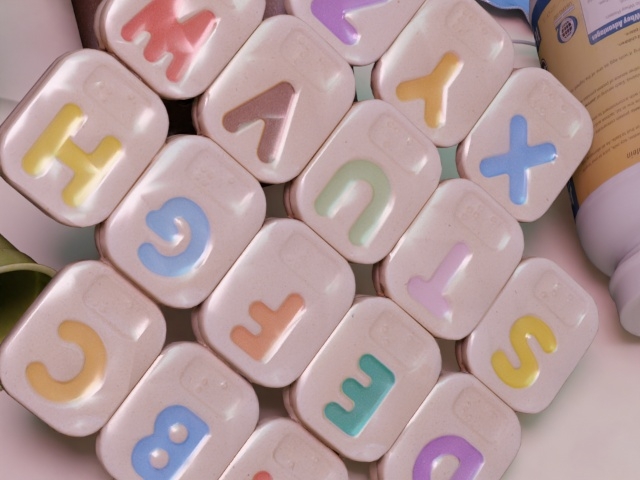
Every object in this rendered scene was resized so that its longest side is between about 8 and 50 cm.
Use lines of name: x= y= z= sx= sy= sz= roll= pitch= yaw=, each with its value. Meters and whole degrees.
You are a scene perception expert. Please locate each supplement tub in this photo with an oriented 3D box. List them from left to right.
supplement tub: x=0.194 y=-0.062 z=0.799 sx=0.144 sy=0.144 sz=0.199 roll=-1 pitch=65 yaw=-16

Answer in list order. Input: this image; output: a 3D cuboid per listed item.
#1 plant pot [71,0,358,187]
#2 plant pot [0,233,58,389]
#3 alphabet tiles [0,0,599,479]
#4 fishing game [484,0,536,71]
plant pot: x=-0.055 y=-0.122 z=0.777 sx=0.167 sy=0.167 sz=0.165 roll=-4 pitch=66 yaw=-17
plant pot: x=-0.170 y=0.018 z=0.705 sx=0.083 sy=0.083 sz=0.079 roll=-25 pitch=55 yaw=-27
alphabet tiles: x=0.000 y=0.000 z=0.694 sx=0.284 sy=0.021 sz=0.278 roll=42 pitch=76 yaw=-18
fishing game: x=0.134 y=-0.205 z=0.950 sx=0.189 sy=0.041 sz=0.264 roll=-4 pitch=67 yaw=-17
